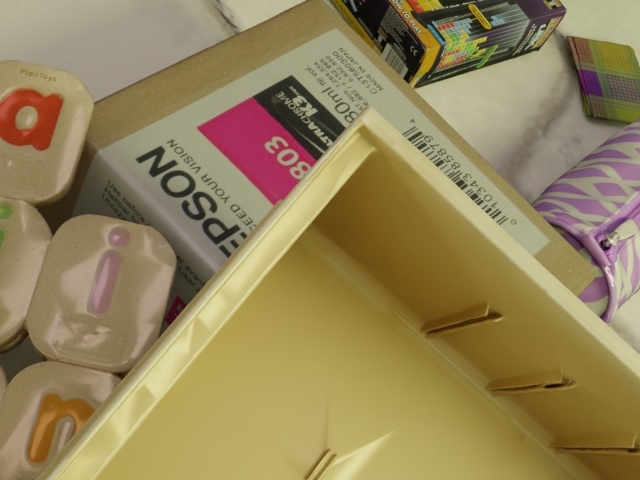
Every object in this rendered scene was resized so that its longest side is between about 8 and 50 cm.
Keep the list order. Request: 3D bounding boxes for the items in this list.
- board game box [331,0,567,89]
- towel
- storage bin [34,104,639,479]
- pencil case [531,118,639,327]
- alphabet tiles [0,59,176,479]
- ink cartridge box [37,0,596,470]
[{"bbox_3d":[0.071,-0.196,0.789,0.141,0.048,0.170,-23,68,-32],"label":"board game box"},{"bbox_3d":[0.216,-0.118,0.819,0.060,0.009,0.083,7,55,-19],"label":"towel"},{"bbox_3d":[0.018,0.144,0.406,0.262,0.123,0.260,42,71,-6],"label":"storage bin"},{"bbox_3d":[0.194,-0.022,0.690,0.086,0.088,0.206,45,51,9],"label":"pencil case"},{"bbox_3d":[-0.213,0.034,0.473,0.284,0.021,0.277,12,68,-2],"label":"alphabet tiles"},{"bbox_3d":[0.000,0.000,0.593,0.234,0.088,0.193,46,51,11],"label":"ink cartridge box"}]
